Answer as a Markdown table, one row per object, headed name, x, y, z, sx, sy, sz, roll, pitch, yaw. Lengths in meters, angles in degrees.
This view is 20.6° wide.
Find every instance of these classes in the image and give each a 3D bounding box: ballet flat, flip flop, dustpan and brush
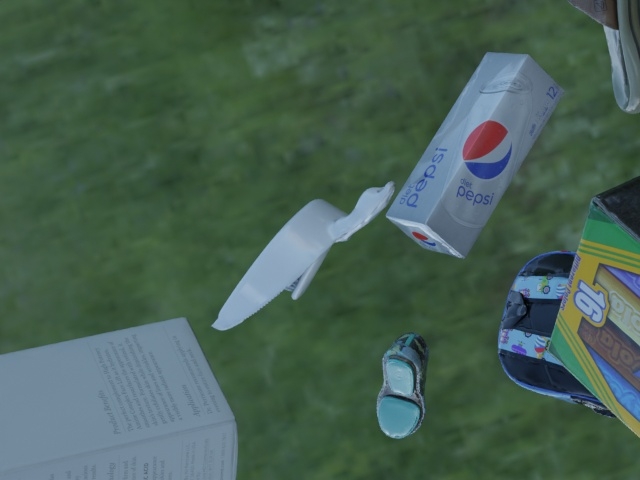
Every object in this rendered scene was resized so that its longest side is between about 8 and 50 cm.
| name | x | y | z | sx | sy | sz | roll | pitch | yaw |
| --- | --- | --- | --- | --- | --- | --- | --- | --- | --- |
| ballet flat | 0.112 | 0.184 | 2.263 | 0.188 | 0.070 | 0.070 | 97 | 158 | -53 |
| flip flop | 0.279 | -0.256 | 1.801 | 0.112 | 0.080 | 0.277 | -95 | -10 | -67 |
| dustpan and brush | 0.000 | 0.000 | 1.514 | 0.060 | 0.147 | 0.211 | 40 | 136 | 7 |

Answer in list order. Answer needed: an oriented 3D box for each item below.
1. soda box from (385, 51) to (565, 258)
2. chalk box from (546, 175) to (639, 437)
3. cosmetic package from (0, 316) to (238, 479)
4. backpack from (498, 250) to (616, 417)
| name | x | y | z | sx | sy | sz | roll | pitch | yaw |
| --- | --- | --- | --- | --- | --- | --- | --- | --- | --- |
| soda box | 0.215 | -0.121 | 2.431 | 0.091 | 0.286 | 0.098 | 40 | 167 | -31 |
| chalk box | 0.346 | 0.085 | 1.344 | 0.289 | 0.180 | 0.179 | 47 | 146 | 31 |
| cosmetic package | -0.183 | 0.138 | 1.225 | 0.117 | 0.231 | 0.085 | -120 | 26 | -45 |
| backpack | 0.268 | 0.091 | 1.726 | 0.117 | 0.173 | 0.158 | 24 | -104 | -51 |
